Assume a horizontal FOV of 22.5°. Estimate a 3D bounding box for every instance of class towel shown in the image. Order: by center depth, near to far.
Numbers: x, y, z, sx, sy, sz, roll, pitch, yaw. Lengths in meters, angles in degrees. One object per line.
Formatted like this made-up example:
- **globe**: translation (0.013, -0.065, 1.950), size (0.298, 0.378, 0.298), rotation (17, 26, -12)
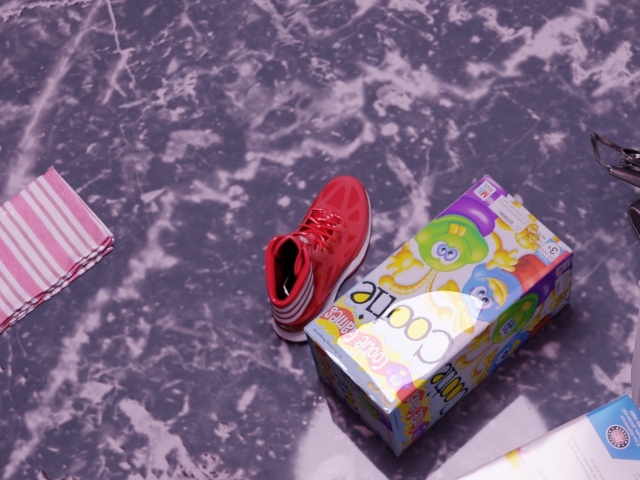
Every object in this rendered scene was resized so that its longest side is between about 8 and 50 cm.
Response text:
- **towel**: translation (-0.368, 0.012, 1.979), size (0.197, 0.029, 0.144), rotation (-38, 64, -12)

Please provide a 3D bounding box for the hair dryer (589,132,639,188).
- **hair dryer**: translation (0.456, -0.034, 1.841), size (0.224, 0.080, 0.293), rotation (-17, 48, -25)

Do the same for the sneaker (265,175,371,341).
- **sneaker**: translation (0.000, 0.000, 1.880), size (0.087, 0.128, 0.221), rotation (12, 65, 13)

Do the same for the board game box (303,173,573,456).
- **board game box**: translation (0.136, 0.085, 1.810), size (0.275, 0.144, 0.142), rotation (-40, 65, -12)

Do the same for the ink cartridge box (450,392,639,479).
- **ink cartridge box**: translation (0.255, 0.305, 1.665), size (0.233, 0.168, 0.171), rotation (-24, 62, -5)

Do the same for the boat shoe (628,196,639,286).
- **boat shoe**: translation (0.398, 0.040, 1.839), size (0.065, 0.075, 0.206), rotation (-24, 67, -9)

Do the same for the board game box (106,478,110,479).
- **board game box**: translation (-0.219, 0.388, 1.753), size (0.160, 0.047, 0.210), rotation (-43, 65, -15)

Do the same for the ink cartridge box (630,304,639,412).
- **ink cartridge box**: translation (0.475, 0.142, 1.699), size (0.283, 0.207, 0.117), rotation (-3, 61, 6)
